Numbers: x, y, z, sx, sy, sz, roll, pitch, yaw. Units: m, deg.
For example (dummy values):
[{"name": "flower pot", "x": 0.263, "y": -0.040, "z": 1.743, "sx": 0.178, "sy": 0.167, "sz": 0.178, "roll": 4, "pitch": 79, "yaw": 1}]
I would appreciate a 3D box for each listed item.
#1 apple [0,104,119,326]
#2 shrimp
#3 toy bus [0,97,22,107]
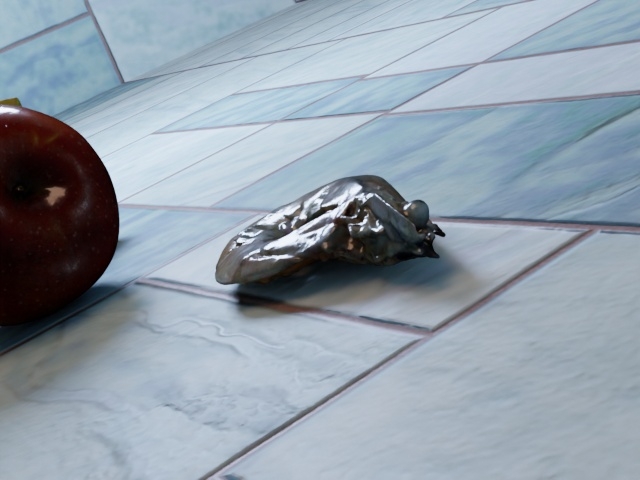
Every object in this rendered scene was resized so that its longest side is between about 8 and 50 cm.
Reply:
[{"name": "apple", "x": -0.311, "y": -0.024, "z": 1.199, "sx": 0.218, "sy": 0.218, "sz": 0.201, "roll": -30, "pitch": -9, "yaw": -26}, {"name": "shrimp", "x": 0.000, "y": 0.000, "z": 0.964, "sx": 0.164, "sy": 0.062, "sz": 0.317, "roll": -31, "pitch": 12, "yaw": -13}, {"name": "toy bus", "x": -0.542, "y": -0.100, "z": 1.562, "sx": 0.335, "sy": 0.123, "sz": 0.121, "roll": -12, "pitch": -14, "yaw": -6}]
